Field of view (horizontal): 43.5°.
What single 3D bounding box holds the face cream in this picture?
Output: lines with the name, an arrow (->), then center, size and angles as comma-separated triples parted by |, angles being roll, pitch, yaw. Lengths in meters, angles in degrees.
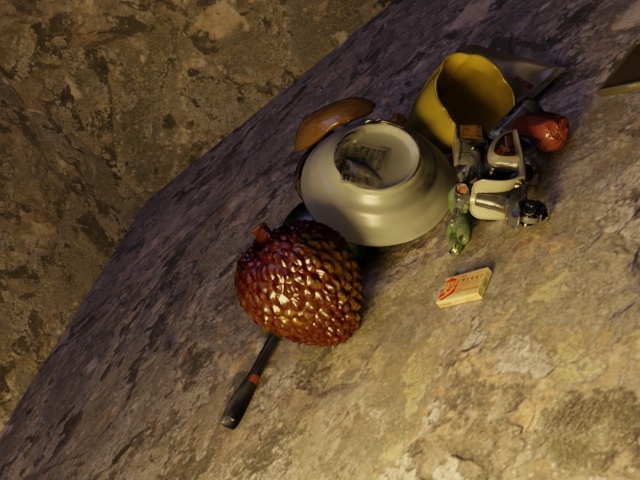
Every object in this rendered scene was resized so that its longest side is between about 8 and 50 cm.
face cream -> 0.412, -0.374, 1.810 | 0.137, 0.084, 0.341 | -42, 27, 4

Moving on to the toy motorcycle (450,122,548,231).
toy motorcycle -> 0.303, -0.106, 1.383 | 0.157, 0.091, 0.263 | 2, 39, 6

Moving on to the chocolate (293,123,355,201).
chocolate -> 0.064, -0.154, 1.846 | 0.225, 0.210, 0.340 | -55, 22, -21

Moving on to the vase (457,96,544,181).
vase -> 0.349, -0.191, 1.579 | 0.211, 0.060, 0.060 | -45, 20, -2

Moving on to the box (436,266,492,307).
box -> 0.238, 0.079, 1.328 | 0.093, 0.015, 0.058 | -20, 33, 48

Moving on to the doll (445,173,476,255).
doll -> 0.264, -0.039, 1.455 | 0.115, 0.078, 0.150 | 99, -174, -54

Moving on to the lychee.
lychee -> -0.034, 0.080, 1.478 | 0.236, 0.271, 0.236 | -43, 10, 9

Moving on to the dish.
dish -> 0.114, -0.143, 1.601 | 0.316, 0.316, 0.106 | -54, -20, -25

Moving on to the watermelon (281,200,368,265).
watermelon -> 0.000, 0.000, 1.698 | 0.215, 0.188, 0.188 | -10, 39, 47

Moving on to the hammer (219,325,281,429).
hammer -> -0.126, 0.263, 1.642 | 0.137, 0.037, 0.290 | -28, 25, 43

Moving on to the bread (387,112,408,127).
bread -> 0.175, -0.278, 2.108 | 0.132, 0.053, 0.074 | -37, 17, 22

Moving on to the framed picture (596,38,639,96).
framed picture -> 0.601, -0.322, 1.413 | 0.150, 0.015, 0.203 | -51, 20, -17

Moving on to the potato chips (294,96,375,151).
potato chips -> 0.024, -0.272, 1.781 | 0.195, 0.061, 0.208 | -34, 10, -25

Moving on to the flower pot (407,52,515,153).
flower pot -> 0.286, -0.276, 1.711 | 0.195, 0.195, 0.179 | -55, 8, -26

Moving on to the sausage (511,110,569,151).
sausage -> 0.404, -0.200, 1.475 | 0.076, 0.076, 0.141 | -46, 21, -5
